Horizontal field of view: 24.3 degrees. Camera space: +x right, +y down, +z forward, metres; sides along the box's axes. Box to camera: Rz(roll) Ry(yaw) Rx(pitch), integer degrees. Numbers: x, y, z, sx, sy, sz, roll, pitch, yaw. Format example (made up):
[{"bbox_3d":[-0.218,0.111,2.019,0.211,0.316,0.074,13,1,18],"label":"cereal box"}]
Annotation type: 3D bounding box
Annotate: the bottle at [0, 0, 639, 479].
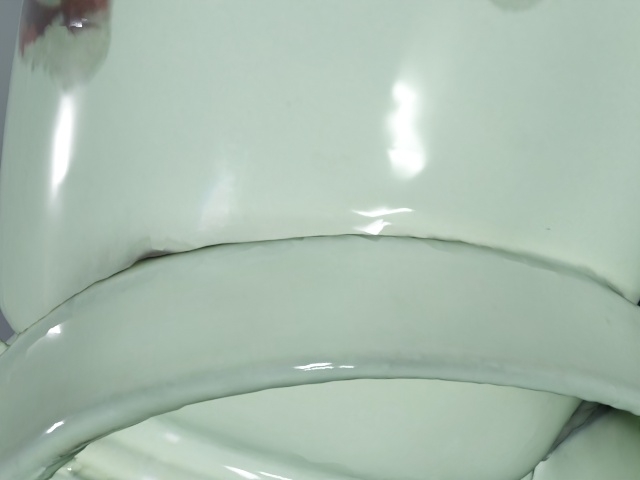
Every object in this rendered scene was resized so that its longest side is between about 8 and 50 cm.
[{"bbox_3d":[0.000,0.000,0.430,0.229,0.352,0.229,19,-175,-2],"label":"bottle"}]
